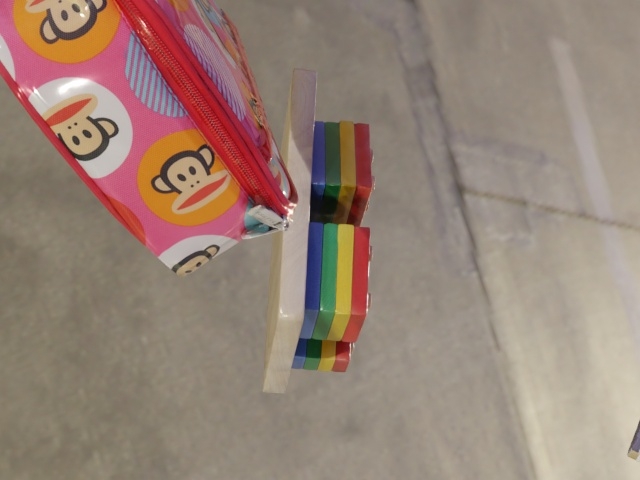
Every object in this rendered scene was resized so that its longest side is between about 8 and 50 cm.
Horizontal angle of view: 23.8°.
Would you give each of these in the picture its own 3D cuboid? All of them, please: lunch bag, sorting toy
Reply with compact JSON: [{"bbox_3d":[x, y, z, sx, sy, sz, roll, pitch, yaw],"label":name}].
[{"bbox_3d":[-0.114,-0.108,0.997,0.258,0.120,0.293,56,7,-29],"label":"lunch bag"},{"bbox_3d":[0.000,0.000,1.530,0.257,0.089,0.255,103,-10,-68],"label":"sorting toy"}]

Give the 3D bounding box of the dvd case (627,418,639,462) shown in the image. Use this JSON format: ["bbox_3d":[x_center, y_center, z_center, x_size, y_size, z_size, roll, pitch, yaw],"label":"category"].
[{"bbox_3d":[0.476,0.237,1.752,0.221,0.018,0.164,26,46,7],"label":"dvd case"}]
